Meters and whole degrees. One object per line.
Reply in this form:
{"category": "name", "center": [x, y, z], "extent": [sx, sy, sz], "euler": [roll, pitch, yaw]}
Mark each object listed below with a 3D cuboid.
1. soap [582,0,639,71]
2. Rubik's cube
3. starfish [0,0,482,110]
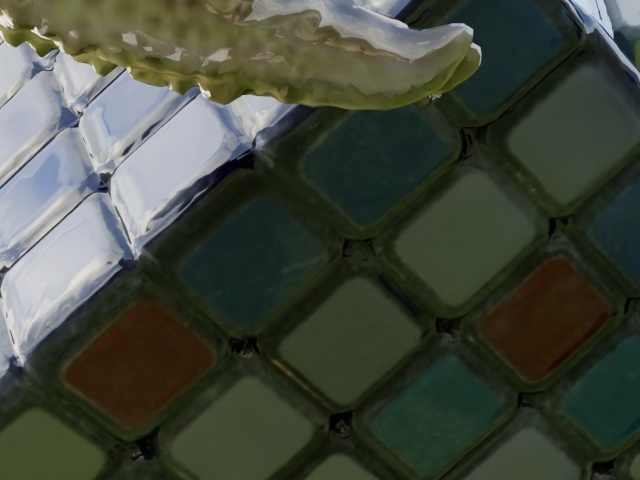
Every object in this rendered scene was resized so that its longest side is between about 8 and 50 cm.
{"category": "soap", "center": [0.152, -0.165, 0.847], "extent": [0.064, 0.183, 0.121], "euler": [-18, -20, 7]}
{"category": "Rubik's cube", "center": [0.000, 0.000, 0.750], "extent": [0.293, 0.292, 0.287], "euler": [-44, -56, 5]}
{"category": "starfish", "center": [-0.161, -0.116, 0.444], "extent": [0.432, 0.324, 0.082], "euler": [1, -60, 0]}
